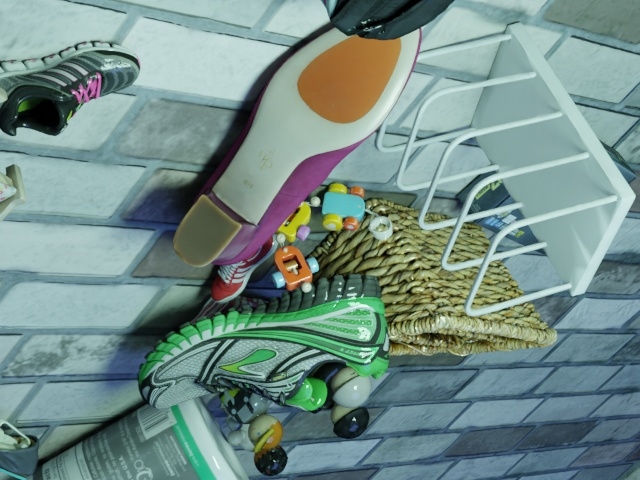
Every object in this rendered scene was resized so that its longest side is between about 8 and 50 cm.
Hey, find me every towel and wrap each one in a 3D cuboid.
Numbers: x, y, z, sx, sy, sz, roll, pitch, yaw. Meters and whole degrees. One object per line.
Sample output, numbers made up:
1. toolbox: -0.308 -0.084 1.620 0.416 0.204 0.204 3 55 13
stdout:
1. towel: -0.123 0.126 2.000 0.144 0.029 0.197 -42 152 21

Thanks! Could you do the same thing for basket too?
1. basket: 0.132 0.104 2.000 0.213 0.223 0.299 -44 150 23

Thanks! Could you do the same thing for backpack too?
1. backpack: 0.072 -0.285 1.438 0.152 0.115 0.182 17 128 -40

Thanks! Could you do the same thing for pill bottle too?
1. pill bottle: -0.291 0.373 2.045 0.361 0.204 0.204 -30 152 -1

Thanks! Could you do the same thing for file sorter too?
1. file sorter: 0.203 -0.081 1.724 0.173 0.277 0.193 -14 147 -21

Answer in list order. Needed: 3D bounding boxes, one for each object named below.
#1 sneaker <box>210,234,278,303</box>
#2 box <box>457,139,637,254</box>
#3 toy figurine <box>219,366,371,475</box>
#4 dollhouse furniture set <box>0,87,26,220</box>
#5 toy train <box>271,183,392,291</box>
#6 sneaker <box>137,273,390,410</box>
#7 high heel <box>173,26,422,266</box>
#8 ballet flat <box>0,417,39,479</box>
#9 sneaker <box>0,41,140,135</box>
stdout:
1. sneaker: -0.111 0.030 1.838 0.118 0.042 0.067 -49 152 16
2. box: 0.323 -0.076 2.065 0.183 0.059 0.233 -42 150 18
3. toy figurine: -0.037 0.231 2.085 0.209 0.148 0.213 -29 159 -15
4. dollhouse furniture set: -0.373 0.026 1.370 0.355 0.174 0.303 -23 154 14
5. toy train: 0.000 0.000 1.814 0.166 0.125 0.046 -26 153 -17
6. sneaker: -0.076 0.154 1.845 0.343 0.146 0.134 -19 166 18
7. high heel: -0.022 -0.121 1.663 0.377 0.127 0.181 -42 179 12
8. ballet flat: -0.436 0.255 1.874 0.074 0.074 0.203 -41 144 18
9. sneaker: -0.246 -0.139 1.406 0.170 0.075 0.063 -15 148 -28
